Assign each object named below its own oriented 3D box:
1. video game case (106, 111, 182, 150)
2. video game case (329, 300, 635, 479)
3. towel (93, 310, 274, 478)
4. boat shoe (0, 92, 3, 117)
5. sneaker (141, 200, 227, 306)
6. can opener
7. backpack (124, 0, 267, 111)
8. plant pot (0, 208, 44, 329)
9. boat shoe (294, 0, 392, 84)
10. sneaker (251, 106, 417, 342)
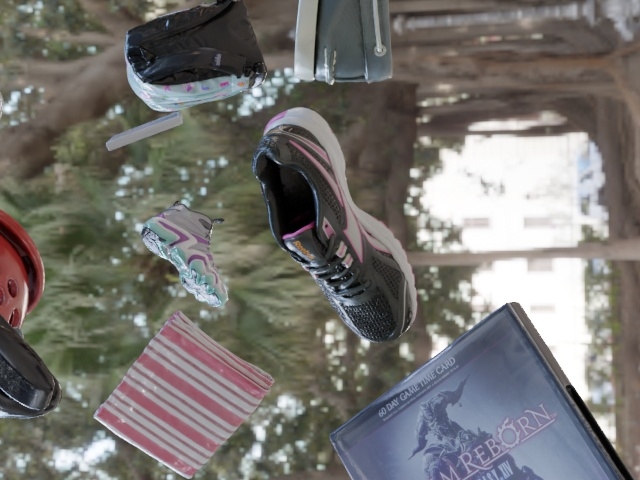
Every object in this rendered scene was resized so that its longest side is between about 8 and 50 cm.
[{"bbox_3d":[-0.201,-0.127,1.206,0.122,0.087,0.011,-130,19,-78],"label":"video game case"},{"bbox_3d":[0.140,0.211,0.757,0.026,0.196,0.274,1,-127,-55],"label":"video game case"},{"bbox_3d":[-0.162,0.186,1.228,0.197,0.144,0.029,-50,8,29],"label":"towel"},{"bbox_3d":[-0.559,-0.104,1.468,0.320,0.118,0.103,-55,14,-15],"label":"boat shoe"},{"bbox_3d":[-0.103,0.005,0.919,0.098,0.038,0.069,50,-130,-6],"label":"sneaker"},{"bbox_3d":[-0.261,0.061,0.780,0.073,0.186,0.059,-53,-14,28],"label":"can opener"},{"bbox_3d":[-0.178,-0.250,1.444,0.115,0.182,0.151,96,156,-65],"label":"backpack"},{"bbox_3d":[-0.407,0.056,1.142,0.174,0.191,0.191,-62,-31,-52],"label":"plant pot"},{"bbox_3d":[0.044,-0.300,0.953,0.116,0.099,0.319,-73,-7,-79],"label":"boat shoe"},{"bbox_3d":[0.000,0.000,0.726,0.178,0.072,0.077,57,-152,-9],"label":"sneaker"}]
